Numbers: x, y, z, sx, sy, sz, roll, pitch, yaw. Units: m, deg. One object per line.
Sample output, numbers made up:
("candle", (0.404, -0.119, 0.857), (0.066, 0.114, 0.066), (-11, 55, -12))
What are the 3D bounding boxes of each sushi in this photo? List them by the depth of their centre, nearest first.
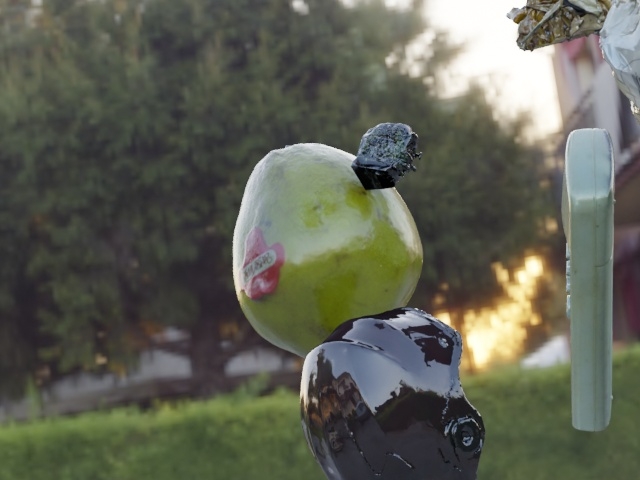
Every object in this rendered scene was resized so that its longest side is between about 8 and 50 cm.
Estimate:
("sushi", (0.100, -0.122, 1.982), (0.085, 0.083, 0.056), (-3, -38, 27))

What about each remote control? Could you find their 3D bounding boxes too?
("remote control", (0.203, 0.031, 1.050), (0.038, 0.233, 0.098), (-1, 37, 11))

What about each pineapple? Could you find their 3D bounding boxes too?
("pineapple", (0.426, -0.390, 2.105), (0.335, 0.161, 0.158), (-13, 8, -5))

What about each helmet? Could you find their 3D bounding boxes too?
("helmet", (0.076, 0.235, 1.799), (0.177, 0.305, 0.225), (3, -20, -37))

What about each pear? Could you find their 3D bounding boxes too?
("pear", (0.000, 0.000, 2.097), (0.287, 0.375, 0.287), (-14, -31, -9))

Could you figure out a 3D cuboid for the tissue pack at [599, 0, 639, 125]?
("tissue pack", (0.602, -0.218, 1.912), (0.376, 0.195, 0.390), (-2, -45, 39))
